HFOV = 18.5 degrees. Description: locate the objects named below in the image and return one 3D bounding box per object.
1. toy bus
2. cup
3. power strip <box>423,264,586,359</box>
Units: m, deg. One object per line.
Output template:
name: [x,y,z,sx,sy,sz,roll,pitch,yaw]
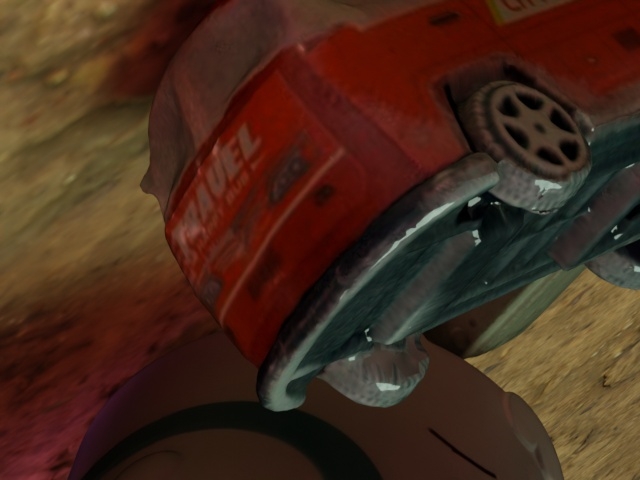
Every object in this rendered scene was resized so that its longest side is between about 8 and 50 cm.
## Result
toy bus: [0.057,-0.040,0.629,0.265,0.120,0.121,-20,156,-47]
cup: [0.002,0.200,0.771,0.219,0.290,0.257,-23,-159,17]
power strip: [0.110,-0.048,0.792,0.052,0.078,0.272,-21,157,-47]
